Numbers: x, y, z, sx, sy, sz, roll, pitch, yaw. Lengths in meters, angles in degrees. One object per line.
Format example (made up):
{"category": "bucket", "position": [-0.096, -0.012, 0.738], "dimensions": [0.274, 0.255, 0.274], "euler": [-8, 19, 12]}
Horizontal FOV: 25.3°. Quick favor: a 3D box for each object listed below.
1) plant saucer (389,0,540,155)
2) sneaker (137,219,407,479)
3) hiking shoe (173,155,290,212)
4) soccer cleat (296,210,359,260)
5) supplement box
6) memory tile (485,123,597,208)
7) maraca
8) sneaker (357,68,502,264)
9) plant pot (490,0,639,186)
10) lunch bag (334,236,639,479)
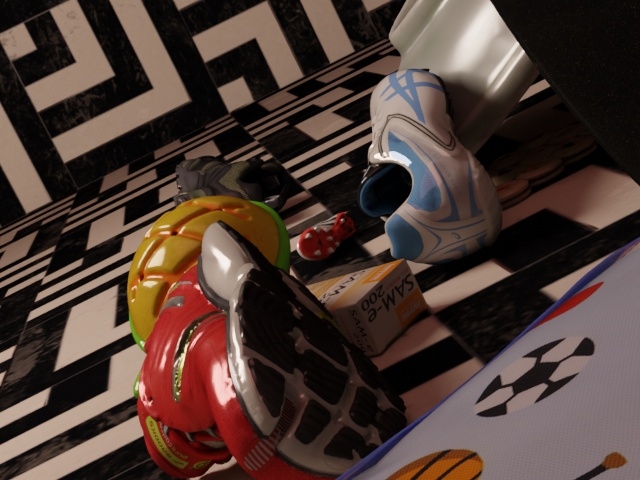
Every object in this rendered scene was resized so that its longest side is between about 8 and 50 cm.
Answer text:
{"category": "plant saucer", "position": [0.152, -0.228, 1.175], "dimensions": [0.400, 0.100, 0.400], "euler": [-58, 5, 8]}
{"category": "sneaker", "position": [-0.040, 0.082, 0.738], "dimensions": [0.118, 0.107, 0.279], "euler": [-51, 14, 3]}
{"category": "hiking shoe", "position": [-0.085, -0.042, 1.453], "dimensions": [0.114, 0.086, 0.227], "euler": [-13, 17, -1]}
{"category": "soccer cleat", "position": [0.000, 0.000, 1.154], "dimensions": [0.035, 0.029, 0.083], "euler": [-30, 4, 35]}
{"category": "supplement box", "position": [0.008, 0.048, 0.875], "dimensions": [0.098, 0.036, 0.062], "euler": [-17, 15, 39]}
{"category": "memory tile", "position": [0.155, -0.056, 1.090], "dimensions": [0.148, 0.012, 0.113], "euler": [-32, 12, -30]}
{"category": "maraca", "position": [-0.077, 0.039, 0.976], "dimensions": [0.127, 0.099, 0.186], "euler": [-25, 37, 19]}
{"category": "sneaker", "position": [0.060, -0.059, 1.010], "dimensions": [0.086, 0.085, 0.237], "euler": [-10, 28, -5]}
{"category": "plant pot", "position": [0.238, -0.118, 0.776], "dimensions": [0.188, 0.167, 0.187], "euler": [-33, 12, -35]}
{"category": "lunch bag", "position": [0.117, 0.077, 0.297], "dimensions": [0.243, 0.115, 0.303], "euler": [-34, 12, -24]}
